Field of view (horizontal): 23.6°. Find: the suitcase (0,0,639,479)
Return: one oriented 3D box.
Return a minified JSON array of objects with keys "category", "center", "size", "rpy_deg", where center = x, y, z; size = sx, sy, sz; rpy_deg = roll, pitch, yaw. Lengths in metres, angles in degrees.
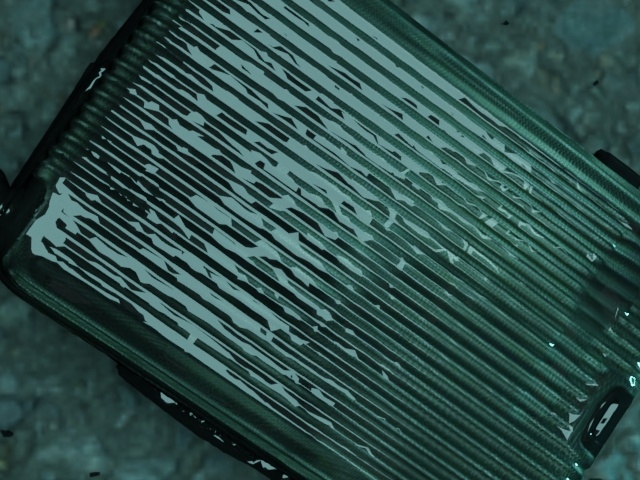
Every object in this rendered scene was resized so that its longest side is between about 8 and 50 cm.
[{"category":"suitcase","center":[0.000,0.000,0.676],"size":[0.312,0.128,0.202],"rpy_deg":[36,82,-11]}]
